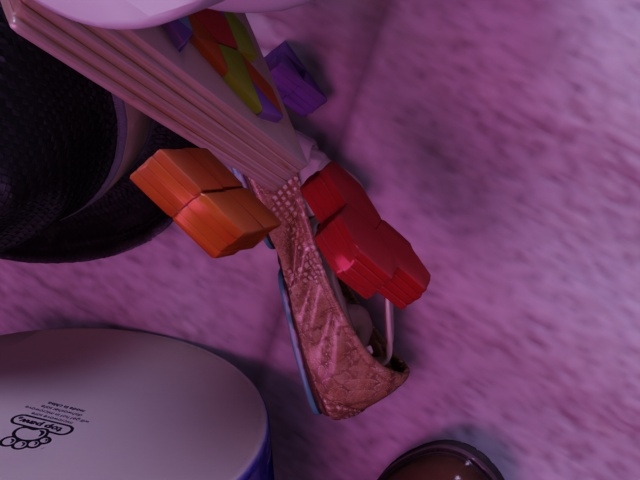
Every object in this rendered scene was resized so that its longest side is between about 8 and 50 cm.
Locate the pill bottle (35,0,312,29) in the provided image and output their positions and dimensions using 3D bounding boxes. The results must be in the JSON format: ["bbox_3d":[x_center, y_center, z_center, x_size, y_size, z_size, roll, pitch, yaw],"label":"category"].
[{"bbox_3d":[-0.008,-0.180,0.523,0.162,0.278,0.162,13,118,25],"label":"pill bottle"}]

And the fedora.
[{"bbox_3d":[-0.236,-0.065,0.740,0.334,0.152,0.334,15,135,15],"label":"fedora"}]

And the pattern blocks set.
[{"bbox_3d":[-0.078,-0.104,0.588,0.026,0.325,0.285,-38,60,17],"label":"pattern blocks set"}]

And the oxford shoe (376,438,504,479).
[{"bbox_3d":[0.032,0.205,0.795,0.083,0.096,0.227,41,125,10],"label":"oxford shoe"}]

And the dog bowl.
[{"bbox_3d":[-0.158,0.152,0.775,0.265,0.265,0.104,10,114,26],"label":"dog bowl"}]

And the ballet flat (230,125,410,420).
[{"bbox_3d":[0.000,0.000,0.746,0.067,0.073,0.206,-17,107,8],"label":"ballet flat"}]
